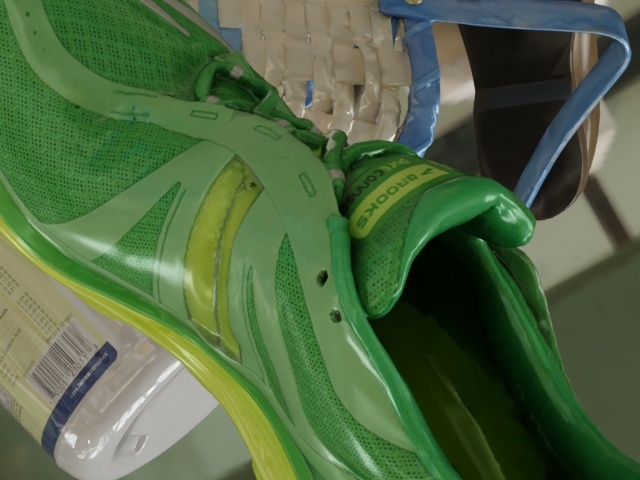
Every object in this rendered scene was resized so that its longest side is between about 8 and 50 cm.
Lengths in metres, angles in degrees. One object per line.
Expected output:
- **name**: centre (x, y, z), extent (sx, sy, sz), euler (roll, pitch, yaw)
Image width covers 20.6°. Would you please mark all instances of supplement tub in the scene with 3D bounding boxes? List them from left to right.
- **supplement tub**: centre (-0.206, 0.004, 1.386), extent (0.235, 0.325, 0.235), euler (-42, 167, -12)

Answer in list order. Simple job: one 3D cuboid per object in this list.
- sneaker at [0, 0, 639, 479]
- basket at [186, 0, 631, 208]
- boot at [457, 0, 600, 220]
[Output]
- **sneaker**: centre (0.000, 0.000, 0.516), extent (0.109, 0.295, 0.123), euler (-31, 166, -46)
- **basket**: centre (0.028, -0.076, 1.154), extent (0.289, 0.201, 0.254), euler (1, 145, -18)
- **boot**: centre (0.167, -0.174, 1.342), extent (0.112, 0.305, 0.115), euler (2, -170, 23)
